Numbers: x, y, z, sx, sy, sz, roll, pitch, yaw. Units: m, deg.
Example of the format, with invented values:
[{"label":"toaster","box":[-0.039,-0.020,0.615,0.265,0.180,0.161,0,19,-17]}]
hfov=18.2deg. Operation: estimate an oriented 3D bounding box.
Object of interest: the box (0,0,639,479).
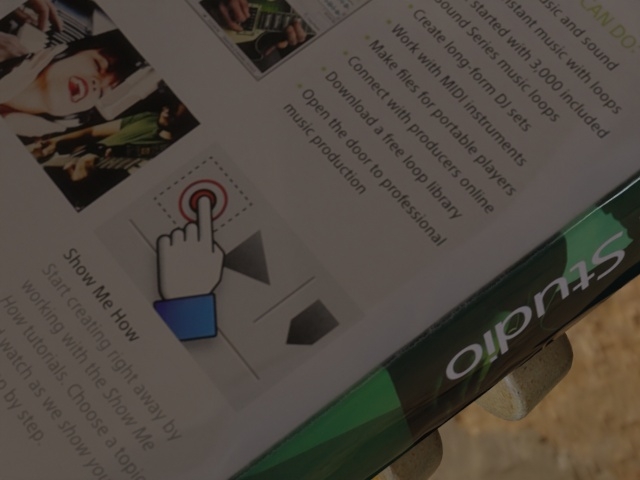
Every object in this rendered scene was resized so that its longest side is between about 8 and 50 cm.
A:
[{"label":"box","box":[-0.022,-0.053,0.543,0.322,0.058,0.232,-36,-117,-8]}]

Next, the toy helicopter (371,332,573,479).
[{"label":"toy helicopter","box":[0.000,0.000,0.792,0.235,0.355,0.140,38,-115,22]}]
